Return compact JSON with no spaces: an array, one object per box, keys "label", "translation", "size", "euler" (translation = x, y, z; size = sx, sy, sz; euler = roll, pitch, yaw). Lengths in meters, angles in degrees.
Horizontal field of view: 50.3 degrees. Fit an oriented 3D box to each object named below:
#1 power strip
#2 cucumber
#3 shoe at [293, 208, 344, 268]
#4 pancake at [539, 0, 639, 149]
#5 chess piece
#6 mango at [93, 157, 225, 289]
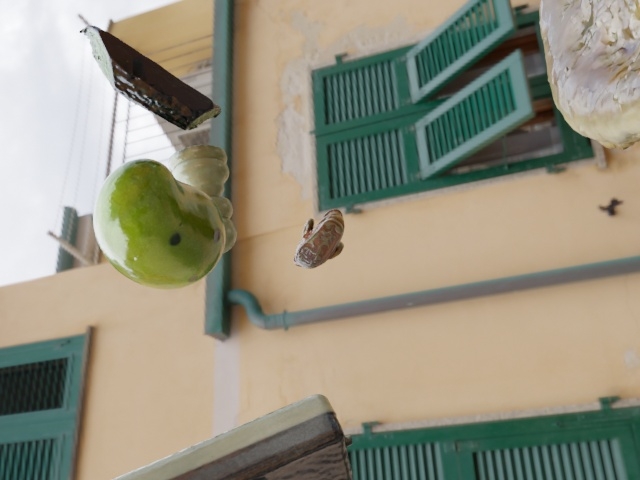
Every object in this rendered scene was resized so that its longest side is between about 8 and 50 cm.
[{"label":"power strip","translation":[-0.087,0.246,0.691],"size":[0.070,0.257,0.105],"euler":[-121,17,-46]},{"label":"cucumber","translation":[-0.239,-0.218,0.942],"size":[0.220,0.046,0.070],"euler":[29,-125,-19]},{"label":"shoe","translation":[0.004,0.000,1.092],"size":[0.069,0.072,0.109],"euler":[-71,1,-58]},{"label":"pancake","translation":[0.198,-0.218,0.388],"size":[0.356,0.065,0.356],"euler":[4,-90,-89]},{"label":"chess piece","translation":[-0.272,-0.085,1.626],"size":[0.144,0.144,0.251],"euler":[33,-140,-66]},{"label":"mango","translation":[-0.237,-0.019,1.008],"size":[0.143,0.175,0.293],"euler":[43,170,20]}]
